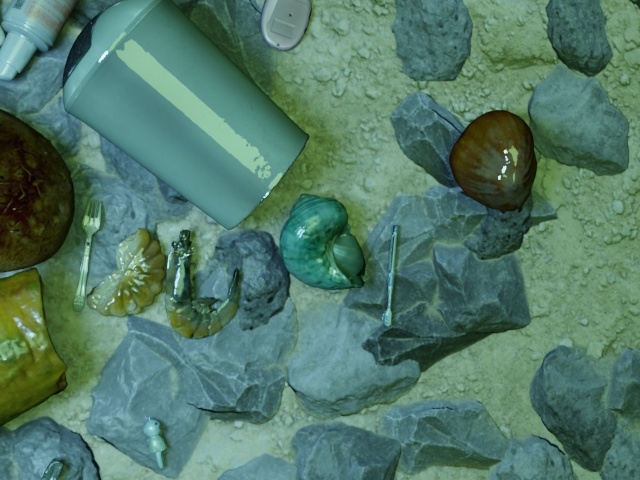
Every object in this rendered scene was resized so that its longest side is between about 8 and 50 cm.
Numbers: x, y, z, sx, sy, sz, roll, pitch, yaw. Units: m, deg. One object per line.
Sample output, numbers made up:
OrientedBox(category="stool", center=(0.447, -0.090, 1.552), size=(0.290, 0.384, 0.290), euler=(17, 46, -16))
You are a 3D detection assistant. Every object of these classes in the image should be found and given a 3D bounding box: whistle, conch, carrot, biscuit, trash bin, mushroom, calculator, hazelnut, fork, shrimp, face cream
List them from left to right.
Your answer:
OrientedBox(category="carrot", center=(-0.596, 0.210, 1.336), size=(0.341, 0.241, 0.241), euler=(-28, 94, -20))
OrientedBox(category="mushroom", center=(-0.584, -0.098, 1.359), size=(0.345, 0.239, 0.345), euler=(20, 66, -52))
OrientedBox(category="face cream", center=(-0.537, -0.407, 1.483), size=(0.101, 0.101, 0.251), euler=(27, 79, -13))
OrientedBox(category="fork", center=(-0.448, 0.027, 1.509), size=(0.034, 0.028, 0.219), euler=(11, 82, -21))
OrientedBox(category="biscuit", center=(-0.355, 0.070, 1.516), size=(0.118, 0.061, 0.183), euler=(31, 74, -15))
OrientedBox(category="whistle", center=(-0.314, 0.385, 1.516), size=(0.035, 0.035, 0.100), euler=(-14, 91, -18))
OrientedBox(category="trash bin", center=(-0.259, -0.246, 1.468), size=(0.432, 0.280, 0.280), euler=(40, 75, -14))
OrientedBox(category="shrimp", center=(-0.233, 0.085, 1.564), size=(0.150, 0.051, 0.217), euler=(-3, 94, -21))
OrientedBox(category="calculator", center=(-0.071, -0.481, 1.672), size=(0.103, 0.024, 0.165), euler=(16, 81, -15))
OrientedBox(category="conch", center=(-0.002, -0.003, 1.600), size=(0.196, 0.134, 0.202), euler=(16, 70, -56))
OrientedBox(category="hazelnut", center=(0.367, -0.168, 1.693), size=(0.186, 0.210, 0.210), euler=(17, 77, 25))

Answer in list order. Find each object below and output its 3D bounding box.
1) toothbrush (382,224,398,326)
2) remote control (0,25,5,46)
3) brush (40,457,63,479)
OrientedBox(category="toothbrush", center=(0.151, 0.074, 1.696), size=(0.016, 0.019, 0.219), euler=(8, 82, -18))
OrientedBox(category="remote control", center=(-0.635, -0.420, 1.488), size=(0.074, 0.032, 0.122), euler=(-9, 87, -17))
OrientedBox(category="brush", center=(-0.537, 0.547, 1.428), size=(0.070, 0.051, 0.323), euler=(25, 81, -7))
